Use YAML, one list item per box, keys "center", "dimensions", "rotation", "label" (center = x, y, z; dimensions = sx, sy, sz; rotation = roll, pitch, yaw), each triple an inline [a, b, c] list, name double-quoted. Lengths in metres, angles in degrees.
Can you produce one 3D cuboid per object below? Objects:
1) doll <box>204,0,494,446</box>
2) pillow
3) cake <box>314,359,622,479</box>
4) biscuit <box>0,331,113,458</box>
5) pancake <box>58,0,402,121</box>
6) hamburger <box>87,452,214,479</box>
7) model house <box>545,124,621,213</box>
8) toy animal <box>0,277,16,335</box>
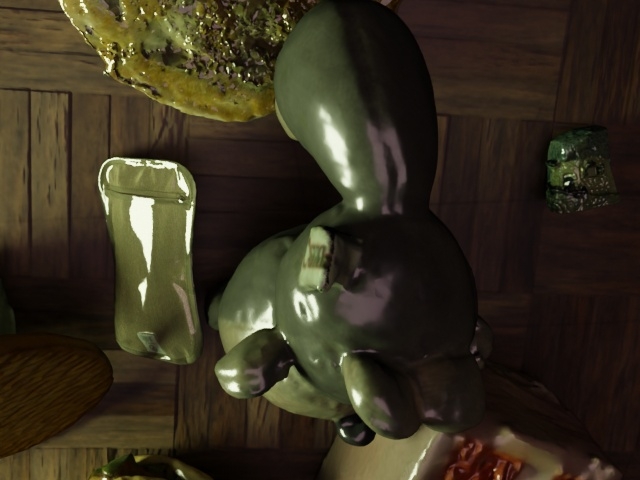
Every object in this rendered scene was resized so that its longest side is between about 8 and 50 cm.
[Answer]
- center: [0.034, 0.001, 0.851]
  dimensions: [0.252, 0.382, 0.378]
  rotation: [13, 85, -18]
  label: "doll"
- center: [-0.175, 0.022, 0.941]
  dimensions: [0.130, 0.033, 0.217]
  rotation: [5, 105, 29]
  label: "pillow"
- center: [0.141, 0.288, 0.984]
  dimensions: [0.237, 0.230, 0.308]
  rotation: [22, 100, -15]
  label: "cake"
- center: [-0.337, 0.163, 0.904]
  dimensions: [0.262, 0.262, 0.037]
  rotation: [-27, 65, 0]
  label: "biscuit"
- center: [-0.093, -0.285, 0.884]
  dimensions: [0.356, 0.065, 0.355]
  rotation: [-2, 104, -9]
  label: "pancake"
- center: [-0.199, 0.334, 0.982]
  dimensions: [0.330, 0.162, 0.208]
  rotation: [-23, 103, 4]
  label: "hamburger"
- center: [0.280, -0.078, 0.985]
  dimensions: [0.079, 0.066, 0.083]
  rotation: [-10, 104, -7]
  label: "model house"
- center: [-0.441, 0.096, 0.922]
  dimensions: [0.252, 0.127, 0.125]
  rotation: [-9, 131, 3]
  label: "toy animal"
